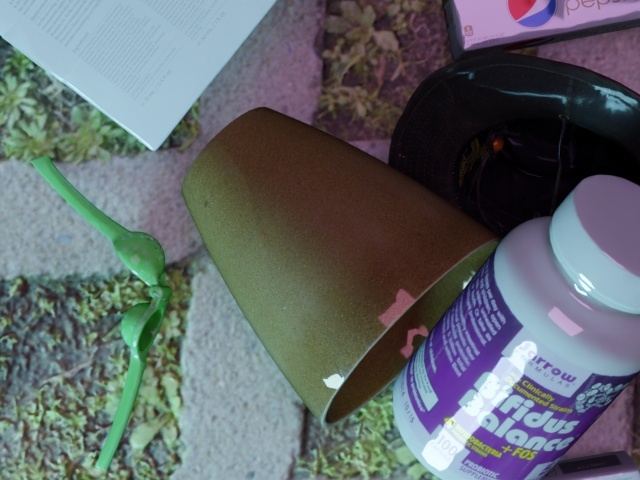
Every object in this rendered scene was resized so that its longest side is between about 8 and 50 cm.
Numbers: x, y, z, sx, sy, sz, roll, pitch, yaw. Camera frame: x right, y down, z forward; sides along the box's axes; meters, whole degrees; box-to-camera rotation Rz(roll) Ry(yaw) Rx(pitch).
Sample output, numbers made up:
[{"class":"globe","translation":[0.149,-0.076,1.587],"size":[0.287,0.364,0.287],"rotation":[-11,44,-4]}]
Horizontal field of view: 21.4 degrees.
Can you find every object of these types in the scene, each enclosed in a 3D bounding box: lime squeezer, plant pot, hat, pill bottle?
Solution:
[{"class":"lime squeezer","translation":[-0.196,0.061,1.627],"size":[0.110,0.059,0.310],"rotation":[-12,89,-4]},{"class":"plant pot","translation":[0.000,0.000,1.573],"size":[0.237,0.237,0.254],"rotation":[-44,76,-4]},{"class":"hat","translation":[0.237,-0.065,1.597],"size":[0.331,0.331,0.134],"rotation":[38,44,-1]},{"class":"pill bottle","translation":[0.202,0.086,1.519],"size":[0.169,0.169,0.301],"rotation":[32,129,-1]}]

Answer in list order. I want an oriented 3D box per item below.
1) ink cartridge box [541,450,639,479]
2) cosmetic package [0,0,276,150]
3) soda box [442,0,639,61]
[{"class":"ink cartridge box","translation":[0.225,0.333,1.651],"size":[0.189,0.066,0.232],"rotation":[-10,109,-4]},{"class":"cosmetic package","translation":[-0.149,-0.316,1.545],"size":[0.284,0.097,0.377],"rotation":[37,107,-13]},{"class":"soda box","translation":[0.232,-0.232,1.653],"size":[0.216,0.074,0.069],"rotation":[-12,88,-4]}]
